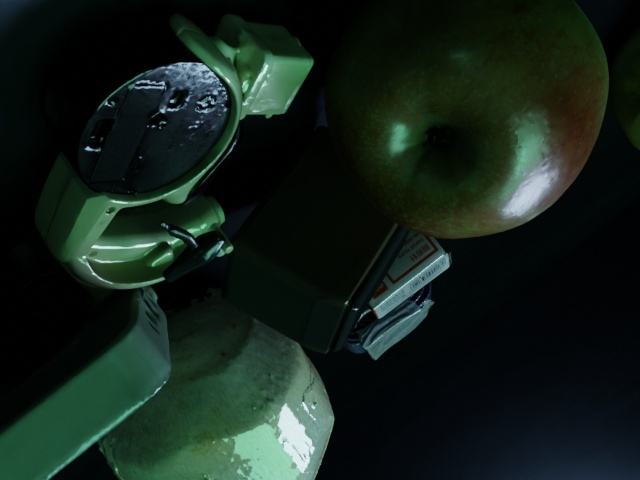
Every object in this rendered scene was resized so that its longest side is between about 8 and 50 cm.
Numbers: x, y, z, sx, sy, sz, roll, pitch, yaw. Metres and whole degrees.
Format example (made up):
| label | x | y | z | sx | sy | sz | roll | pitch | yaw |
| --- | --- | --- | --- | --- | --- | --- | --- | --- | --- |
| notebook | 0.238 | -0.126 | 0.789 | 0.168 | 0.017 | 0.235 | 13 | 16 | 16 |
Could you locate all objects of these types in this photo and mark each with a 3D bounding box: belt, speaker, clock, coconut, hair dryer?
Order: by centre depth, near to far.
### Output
| label | x | y | z | sx | sy | sz | roll | pitch | yaw |
| --- | --- | --- | --- | --- | --- | --- | --- | --- | --- |
| clock | -0.179 | -0.059 | 0.857 | 0.276 | 0.120 | 0.379 | -11 | 146 | -44 |
| hair dryer | -0.150 | 0.005 | 0.859 | 0.079 | 0.031 | 0.083 | -36 | 138 | 12 |
| speaker | 0.000 | 0.000 | 1.079 | 0.231 | 0.192 | 0.153 | -56 | 172 | -33 |
| coconut | -0.155 | 0.277 | 1.269 | 0.346 | 0.346 | 0.360 | -32 | 123 | -18 |
| belt | 0.132 | 0.144 | 1.738 | 0.230 | 0.139 | 0.126 | -34 | 160 | -5 |

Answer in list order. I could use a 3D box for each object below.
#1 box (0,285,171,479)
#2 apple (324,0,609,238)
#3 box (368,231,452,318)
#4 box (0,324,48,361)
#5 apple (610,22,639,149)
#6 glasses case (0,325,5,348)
| label | x | y | z | sx | sy | sz | roll | pitch | yaw |
| --- | --- | --- | --- | --- | --- | --- | --- | --- | --- |
| box | -0.332 | 0.191 | 0.909 | 0.373 | 0.090 | 0.367 | -39 | -167 | -6 |
| apple | 0.152 | -0.150 | 0.912 | 0.277 | 0.319 | 0.319 | -35 | 163 | -49 |
| box | 0.135 | 0.039 | 1.543 | 0.182 | 0.133 | 0.099 | -36 | 160 | -2 |
| box | -0.361 | 0.104 | 1.011 | 0.115 | 0.025 | 0.048 | -40 | 157 | 4 |
| apple | 0.719 | -0.299 | 1.536 | 0.357 | 0.357 | 0.357 | -33 | 158 | -15 |
| glasses case | -0.476 | 0.153 | 0.847 | 0.308 | 0.083 | 0.128 | -33 | 164 | -15 |
